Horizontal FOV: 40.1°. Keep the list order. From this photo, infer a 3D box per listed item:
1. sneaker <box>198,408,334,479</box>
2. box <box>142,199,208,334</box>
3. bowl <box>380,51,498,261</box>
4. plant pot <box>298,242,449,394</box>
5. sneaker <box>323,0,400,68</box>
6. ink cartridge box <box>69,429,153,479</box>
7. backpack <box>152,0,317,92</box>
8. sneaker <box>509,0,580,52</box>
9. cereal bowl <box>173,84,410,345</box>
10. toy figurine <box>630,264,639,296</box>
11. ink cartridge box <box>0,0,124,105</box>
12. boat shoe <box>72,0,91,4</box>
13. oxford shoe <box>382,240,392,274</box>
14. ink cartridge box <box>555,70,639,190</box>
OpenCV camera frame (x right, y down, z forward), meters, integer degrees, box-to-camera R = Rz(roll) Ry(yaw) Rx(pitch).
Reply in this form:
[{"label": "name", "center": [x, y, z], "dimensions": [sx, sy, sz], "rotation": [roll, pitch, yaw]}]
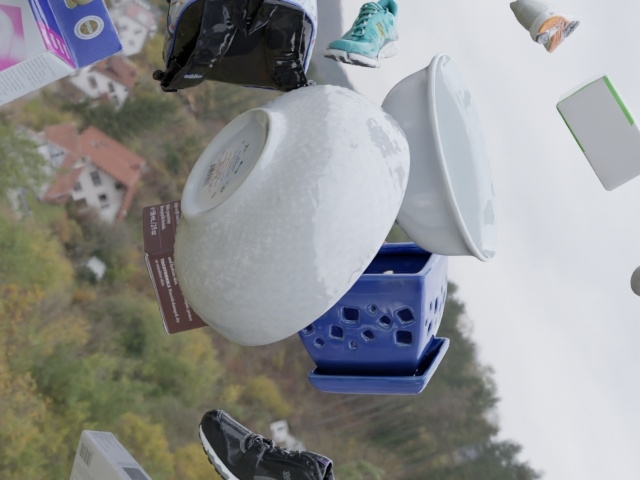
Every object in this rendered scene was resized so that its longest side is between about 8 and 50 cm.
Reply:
[{"label": "sneaker", "center": [-0.047, 0.330, 1.261], "dimensions": [0.283, 0.124, 0.107], "rotation": [45, 11, 11]}, {"label": "box", "center": [-0.185, 0.029, 1.490], "dimensions": [0.168, 0.203, 0.167], "rotation": [-112, -169, -58]}, {"label": "bowl", "center": [0.147, -0.103, 1.233], "dimensions": [0.298, 0.134, 0.298], "rotation": [-11, 90, -67]}, {"label": "plant pot", "center": [0.093, 0.131, 1.472], "dimensions": [0.236, 0.235, 0.212], "rotation": [-34, 119, -68]}, {"label": "sneaker", "center": [0.082, -0.394, 1.657], "dimensions": [0.275, 0.107, 0.110], "rotation": [-50, 151, -58]}, {"label": "ink cartridge box", "center": [-0.373, 0.479, 1.486], "dimensions": [0.275, 0.060, 0.239], "rotation": [16, -88, 59]}, {"label": "backpack", "center": [-0.120, -0.362, 1.392], "dimensions": [0.263, 0.276, 0.213], "rotation": [139, -51, -70]}, {"label": "sneaker", "center": [0.505, -0.508, 1.994], "dimensions": [0.121, 0.099, 0.262], "rotation": [49, 20, 15]}, {"label": "cereal bowl", "center": [-0.063, -0.053, 1.050], "dimensions": [0.141, 0.339, 0.339], "rotation": [37, 21, -31]}, {"label": "toy figurine", "center": [0.563, 0.064, 1.202], "dimensions": [0.148, 0.213, 0.209], "rotation": [54, -8, -34]}, {"label": "ink cartridge box", "center": [-0.487, -0.332, 1.254], "dimensions": [0.324, 0.330, 0.071], "rotation": [62, -4, 28]}, {"label": "boat shoe", "center": [-0.376, -0.426, 1.193], "dimensions": [0.302, 0.113, 0.103], "rotation": [43, 3, 43]}, {"label": "oxford shoe", "center": [0.000, 0.000, 1.886], "dimensions": [0.348, 0.130, 0.123], "rotation": [29, -7, 20]}, {"label": "ink cartridge box", "center": [0.574, -0.228, 1.763], "dimensions": [0.198, 0.114, 0.273], "rotation": [58, 22, -2]}]
